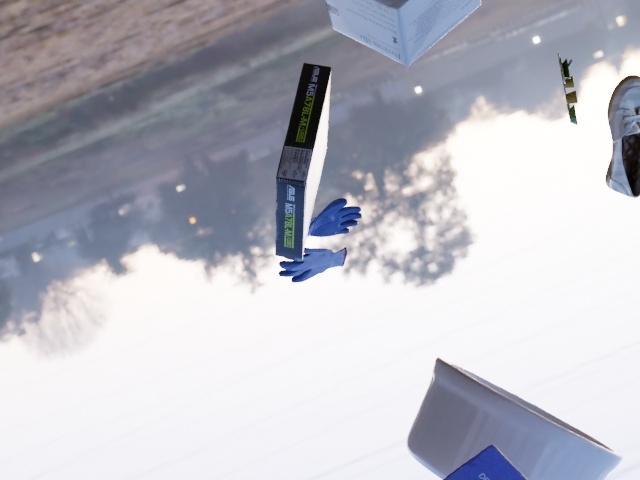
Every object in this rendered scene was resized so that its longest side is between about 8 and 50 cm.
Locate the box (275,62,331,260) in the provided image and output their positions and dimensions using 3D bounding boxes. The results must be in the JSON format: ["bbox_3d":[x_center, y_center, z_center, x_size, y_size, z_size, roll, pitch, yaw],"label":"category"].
[{"bbox_3d":[-0.023,-0.101,1.451,0.045,0.191,0.184,9,148,5],"label":"box"}]

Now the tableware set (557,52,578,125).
[{"bbox_3d":[0.445,-0.268,1.987,0.024,0.104,0.154,-10,-156,13],"label":"tableware set"}]

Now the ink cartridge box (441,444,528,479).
[{"bbox_3d":[0.164,0.410,1.174,0.307,0.303,0.072,-42,-177,32],"label":"ink cartridge box"}]

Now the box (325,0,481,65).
[{"bbox_3d":[0.128,-0.402,1.785,0.182,0.119,0.181,-42,-128,-20],"label":"box"}]

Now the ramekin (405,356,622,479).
[{"bbox_3d":[0.249,0.279,1.500,0.135,0.277,0.277,-62,-169,-1],"label":"ramekin"}]

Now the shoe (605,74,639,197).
[{"bbox_3d":[0.520,-0.170,1.859,0.076,0.219,0.058,-13,-146,-12],"label":"shoe"}]

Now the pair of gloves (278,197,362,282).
[{"bbox_3d":[0.000,0.000,2.171,0.159,0.198,0.023,-11,-135,-32],"label":"pair of gloves"}]
